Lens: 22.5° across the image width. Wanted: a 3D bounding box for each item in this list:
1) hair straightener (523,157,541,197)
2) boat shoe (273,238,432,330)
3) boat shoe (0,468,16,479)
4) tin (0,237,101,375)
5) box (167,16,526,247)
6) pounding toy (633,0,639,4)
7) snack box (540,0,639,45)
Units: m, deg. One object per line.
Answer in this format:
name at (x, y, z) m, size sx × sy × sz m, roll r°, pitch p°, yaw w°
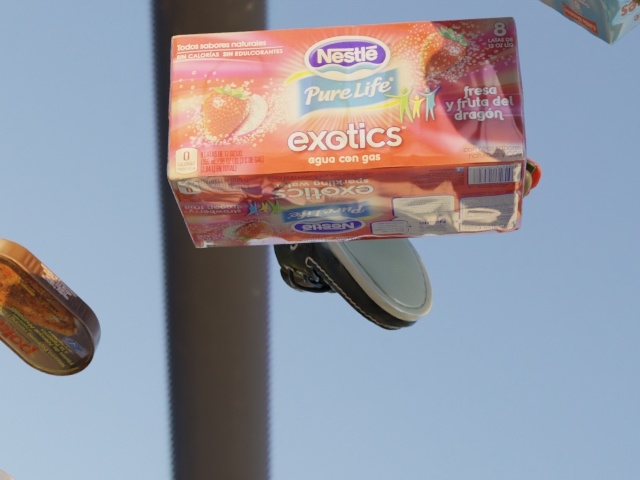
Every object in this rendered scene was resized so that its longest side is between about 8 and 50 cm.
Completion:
hair straightener at (0.109, -0.114, 1.552) m, size 0.230 × 0.089 × 0.047 m, roll 40°, pitch -67°, yaw 5°
boat shoe at (-0.003, -0.001, 1.698) m, size 0.340 × 0.127 × 0.113 m, roll 51°, pitch -62°, yaw 36°
boat shoe at (-0.291, 0.336, 1.636) m, size 0.105 × 0.113 × 0.306 m, roll 41°, pitch -8°, yaw -33°
tin at (-0.331, 0.075, 1.812) m, size 0.106 × 0.040 × 0.189 m, roll -35°, pitch -71°, yaw 28°
box at (0.026, -0.090, 1.403) m, size 0.300 × 0.142 × 0.154 m, roll -3°, pitch -24°, yaw 5°
pounding toy at (0.270, -0.276, 1.127) m, size 0.110 × 0.183 × 0.237 m, roll 80°, pitch -11°, yaw -64°
snack box at (0.192, -0.304, 1.331) m, size 0.322 × 0.187 × 0.060 m, roll 42°, pitch -15°, yaw 38°
